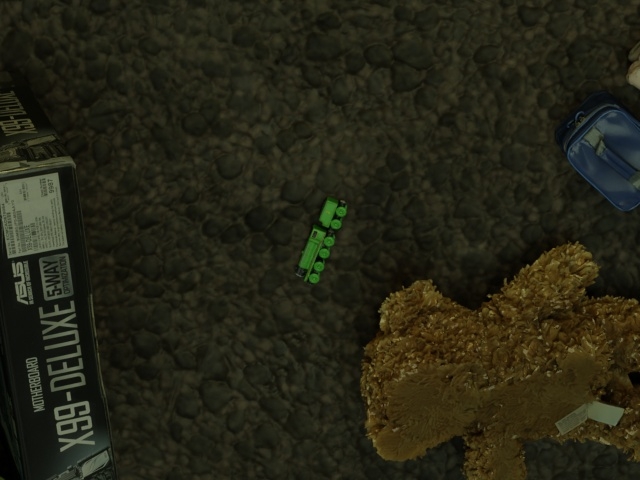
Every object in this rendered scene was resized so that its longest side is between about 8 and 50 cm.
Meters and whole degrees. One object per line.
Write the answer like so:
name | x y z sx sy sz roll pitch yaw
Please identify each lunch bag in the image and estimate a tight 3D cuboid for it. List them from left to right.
lunch bag | 0.251 -0.079 1.641 0.098 0.065 0.067 39 103 -21

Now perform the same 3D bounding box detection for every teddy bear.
teddy bear | 0.191 0.116 1.707 0.338 0.113 0.245 -14 121 -10

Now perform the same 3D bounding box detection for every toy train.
toy train | 0.000 0.000 1.669 0.024 0.017 0.083 21 109 -5

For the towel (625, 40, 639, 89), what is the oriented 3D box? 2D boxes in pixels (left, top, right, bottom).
towel | 0.468 -0.159 1.567 0.317 0.053 0.332 32 131 -13

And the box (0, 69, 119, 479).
box | -0.235 0.043 1.530 0.077 0.242 0.307 -12 115 -15

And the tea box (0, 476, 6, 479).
tea box | -0.407 0.313 1.574 0.323 0.220 0.329 38 132 -18
